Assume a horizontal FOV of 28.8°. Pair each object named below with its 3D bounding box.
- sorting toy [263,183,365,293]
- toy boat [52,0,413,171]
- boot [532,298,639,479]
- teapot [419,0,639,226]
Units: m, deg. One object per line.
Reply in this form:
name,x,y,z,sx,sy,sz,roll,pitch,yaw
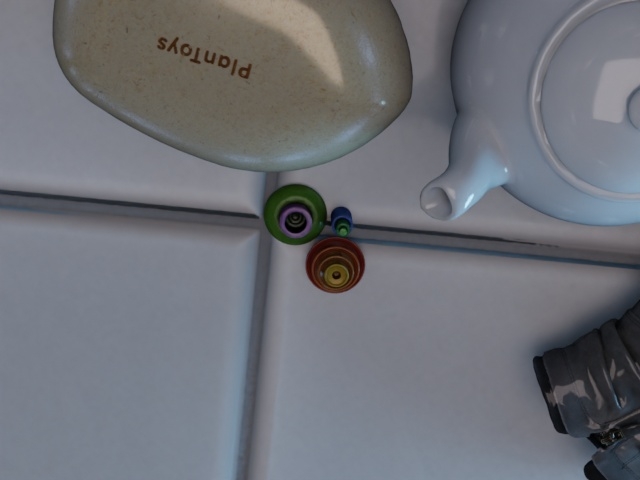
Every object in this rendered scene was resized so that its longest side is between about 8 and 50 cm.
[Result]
sorting toy,0.000,0.000,0.996,0.061,0.042,0.102,-39,105,10
toy boat,-0.035,-0.206,0.890,0.267,0.148,0.318,23,113,-4
boot,0.350,0.164,1.038,0.222,0.118,0.338,-41,97,17
teapot,0.221,-0.116,0.890,0.252,0.187,0.256,17,106,-7
